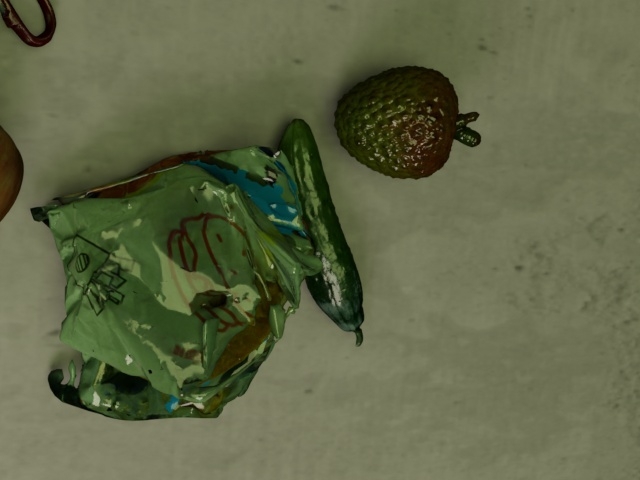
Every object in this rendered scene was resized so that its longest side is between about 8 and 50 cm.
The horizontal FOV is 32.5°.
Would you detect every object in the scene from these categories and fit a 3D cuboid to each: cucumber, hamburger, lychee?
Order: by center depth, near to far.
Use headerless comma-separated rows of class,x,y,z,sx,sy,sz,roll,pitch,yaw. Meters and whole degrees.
hamburger,-0.122,0.056,1.014,0.261,0.150,0.275,-7,104,-18
lychee,0.086,-0.115,1.079,0.147,0.114,0.114,2,102,-2
cucumber,0.000,0.000,1.100,0.056,0.056,0.250,-22,106,-15

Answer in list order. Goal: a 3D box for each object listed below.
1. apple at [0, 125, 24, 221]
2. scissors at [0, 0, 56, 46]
apple,-0.319,-0.060,0.911,0.131,0.146,0.146,-35,111,-8
scissors,-0.322,-0.264,0.916,0.144,0.017,0.247,-33,109,-39
